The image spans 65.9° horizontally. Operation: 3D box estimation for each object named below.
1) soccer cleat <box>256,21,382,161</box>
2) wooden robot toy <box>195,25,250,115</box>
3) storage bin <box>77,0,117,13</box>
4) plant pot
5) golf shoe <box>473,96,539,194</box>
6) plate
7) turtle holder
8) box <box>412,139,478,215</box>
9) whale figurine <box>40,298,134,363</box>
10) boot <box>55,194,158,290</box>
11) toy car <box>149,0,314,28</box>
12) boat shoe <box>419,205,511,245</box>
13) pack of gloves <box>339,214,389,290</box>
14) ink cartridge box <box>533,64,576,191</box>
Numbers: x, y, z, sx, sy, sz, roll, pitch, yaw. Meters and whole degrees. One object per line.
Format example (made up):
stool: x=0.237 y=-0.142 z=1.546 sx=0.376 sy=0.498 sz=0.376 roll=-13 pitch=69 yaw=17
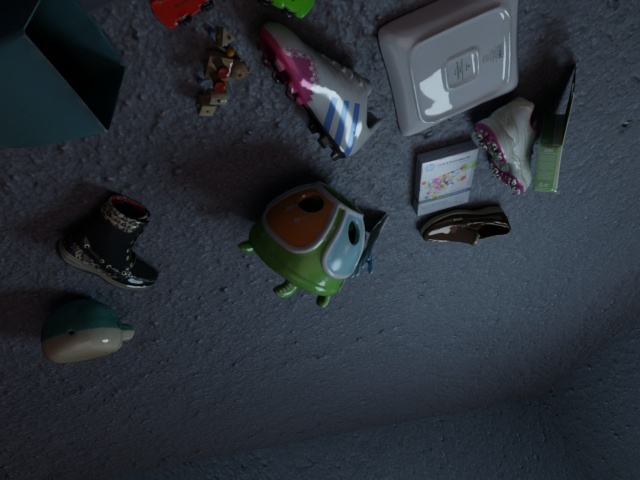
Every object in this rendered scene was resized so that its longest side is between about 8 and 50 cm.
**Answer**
soccer cleat: x=0.010 y=-0.285 z=0.898 sx=0.143 sy=0.116 sz=0.331 roll=-39 pitch=143 yaw=3
wooden robot toy: x=-0.157 y=-0.283 z=0.849 sx=0.079 sy=0.076 sz=0.173 roll=-7 pitch=141 yaw=-34
storage bin: x=-0.287 y=-0.374 z=0.663 sx=0.135 sy=0.091 sz=0.098 roll=-23 pitch=141 yaw=2
plant pot: x=-0.440 y=-0.234 z=0.706 sx=0.234 sy=0.165 sz=0.165 roll=-14 pitch=142 yaw=10
golf shoe: x=0.468 y=-0.216 z=1.168 sx=0.140 sy=0.115 sz=0.306 roll=-45 pitch=144 yaw=7
plate: x=0.272 y=-0.348 z=0.976 sx=0.278 sy=0.045 sz=0.277 roll=-24 pitch=141 yaw=4
turtle holder: x=0.003 y=0.007 z=1.124 sx=0.320 sy=0.243 sz=0.227 roll=29 pitch=104 yaw=-34
box: x=0.306 y=-0.151 z=1.227 sx=0.145 sy=0.038 sz=0.186 roll=-15 pitch=140 yaw=-6
whale figurine: x=-0.583 y=0.229 z=1.240 sx=0.216 sy=0.141 sz=0.272 roll=-12 pitch=165 yaw=-10
boot: x=-0.413 y=0.012 z=1.069 sx=0.179 sy=0.085 sz=0.236 roll=-38 pitch=138 yaw=18
toy car: x=-0.112 y=-0.402 z=0.736 sx=0.225 sy=0.053 sz=0.239 roll=11 pitch=133 yaw=-34
boat shoe: x=0.407 y=-0.032 z=1.365 sx=0.258 sy=0.095 sz=0.095 roll=-13 pitch=141 yaw=-9
pack of gloves: x=0.104 y=0.061 z=1.256 sx=0.046 sy=0.232 sz=0.195 roll=37 pitch=127 yaw=-2
ink cartridge box: x=0.525 y=-0.250 z=1.110 sx=0.056 sy=0.171 sz=0.235 roll=7 pitch=129 yaw=23
